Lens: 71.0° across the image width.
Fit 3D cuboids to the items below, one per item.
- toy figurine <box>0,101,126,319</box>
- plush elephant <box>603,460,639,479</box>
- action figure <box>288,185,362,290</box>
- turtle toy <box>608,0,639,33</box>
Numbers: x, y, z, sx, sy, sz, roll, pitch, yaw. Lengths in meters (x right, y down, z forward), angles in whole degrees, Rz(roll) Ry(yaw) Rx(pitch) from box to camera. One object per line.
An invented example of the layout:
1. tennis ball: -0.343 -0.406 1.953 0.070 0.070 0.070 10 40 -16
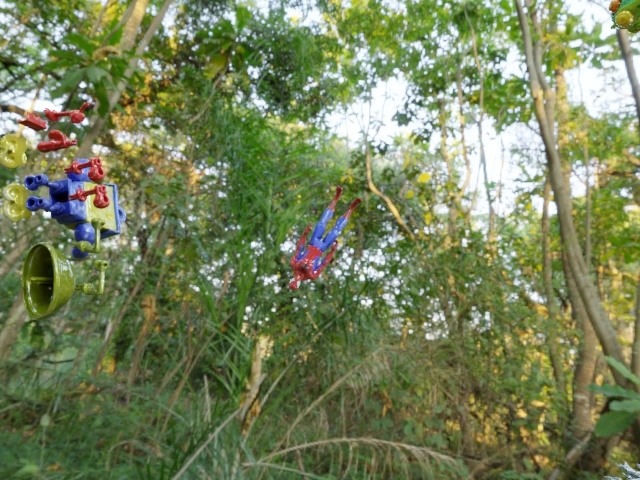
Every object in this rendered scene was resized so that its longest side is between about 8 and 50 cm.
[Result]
1. toy figurine: -0.419 -0.045 0.840 0.192 0.362 0.217 -15 -11 11
2. plush elephant: 0.443 0.319 0.446 0.255 0.272 0.330 51 -8 -37
3. action figure: 0.000 0.000 0.455 0.038 0.115 0.030 30 -8 0
4. turtle toy: 0.560 -0.424 0.777 0.095 0.066 0.130 -10 -27 -42
